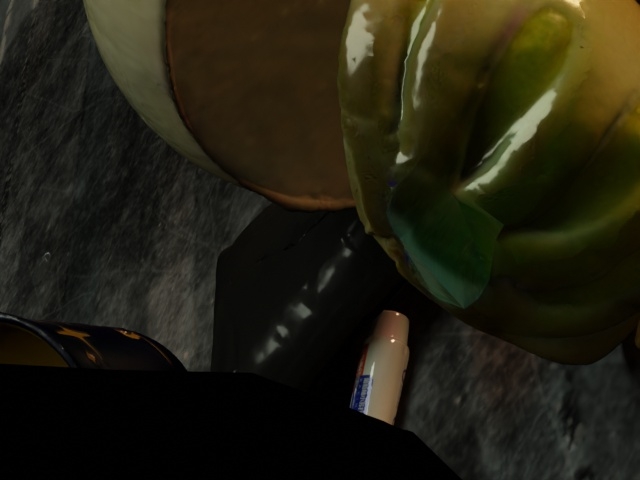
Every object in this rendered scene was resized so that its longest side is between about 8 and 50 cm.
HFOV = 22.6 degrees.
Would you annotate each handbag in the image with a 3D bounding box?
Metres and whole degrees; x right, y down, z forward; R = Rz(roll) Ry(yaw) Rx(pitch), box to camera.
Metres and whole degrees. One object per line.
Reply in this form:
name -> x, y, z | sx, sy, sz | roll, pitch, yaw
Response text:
handbag -> 0.000, 0.000, 1.173 | 0.223, 0.080, 0.247 | -53, 17, 21

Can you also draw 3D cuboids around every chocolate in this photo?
chocolate -> -0.098, 0.276, 0.834 | 0.383, 0.383, 0.331 | -132, 49, -64

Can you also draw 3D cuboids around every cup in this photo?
cup -> -0.167, 0.167, 1.208 | 0.178, 0.255, 0.256 | -58, -15, 5

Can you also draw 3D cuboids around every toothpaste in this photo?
toothpaste -> 0.028, 0.150, 1.068 | 0.052, 0.033, 0.218 | -33, 39, 59

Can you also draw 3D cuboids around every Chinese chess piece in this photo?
Chinese chess piece -> 0.023, -0.180, 0.956 | 0.338, 0.338, 0.140 | -55, 41, 16

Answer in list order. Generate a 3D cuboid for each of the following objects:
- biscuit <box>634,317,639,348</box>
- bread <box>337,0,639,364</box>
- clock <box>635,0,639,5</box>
biscuit -> 0.234, -0.062, 0.711 | 0.278, 0.043, 0.301 | -56, -3, 1
bread -> 0.109, -0.061, 0.843 | 0.156, 0.260, 0.158 | -43, 12, 38
clock -> 0.205, -0.248, 1.106 | 0.226, 0.049, 0.226 | -43, 32, 36
